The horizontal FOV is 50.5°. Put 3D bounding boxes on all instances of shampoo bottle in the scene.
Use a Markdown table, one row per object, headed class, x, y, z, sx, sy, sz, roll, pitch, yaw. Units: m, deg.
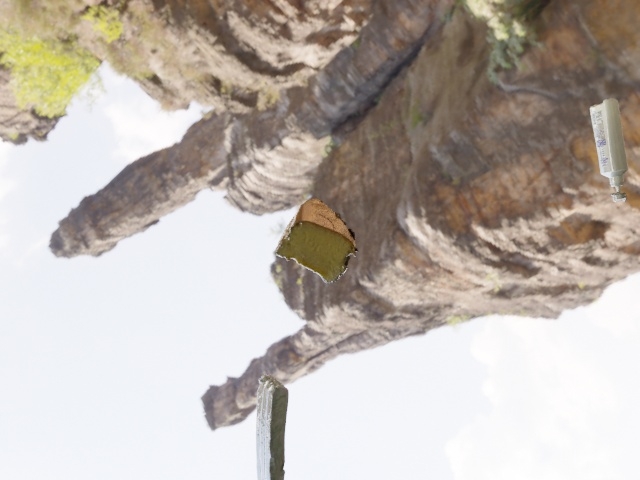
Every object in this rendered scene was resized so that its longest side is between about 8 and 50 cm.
| class | x | y | z | sx | sy | sz | roll | pitch | yaw |
| --- | --- | --- | --- | --- | --- | --- | --- | --- | --- |
| shampoo bottle | 0.400 | -0.122 | 0.933 | 0.049 | 0.034 | 0.141 | 176 | 85 | -81 |

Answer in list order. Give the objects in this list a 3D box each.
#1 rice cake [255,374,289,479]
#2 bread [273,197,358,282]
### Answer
| class | x | y | z | sx | sy | sz | roll | pitch | yaw |
| --- | --- | --- | --- | --- | --- | --- | --- | --- | --- |
| rice cake | -0.093 | 0.378 | 1.284 | 0.043 | 0.127 | 0.237 | -1 | -85 | -19 |
| bread | 0.000 | 0.000 | 1.505 | 0.160 | 0.140 | 0.169 | 32 | -152 | -7 |
